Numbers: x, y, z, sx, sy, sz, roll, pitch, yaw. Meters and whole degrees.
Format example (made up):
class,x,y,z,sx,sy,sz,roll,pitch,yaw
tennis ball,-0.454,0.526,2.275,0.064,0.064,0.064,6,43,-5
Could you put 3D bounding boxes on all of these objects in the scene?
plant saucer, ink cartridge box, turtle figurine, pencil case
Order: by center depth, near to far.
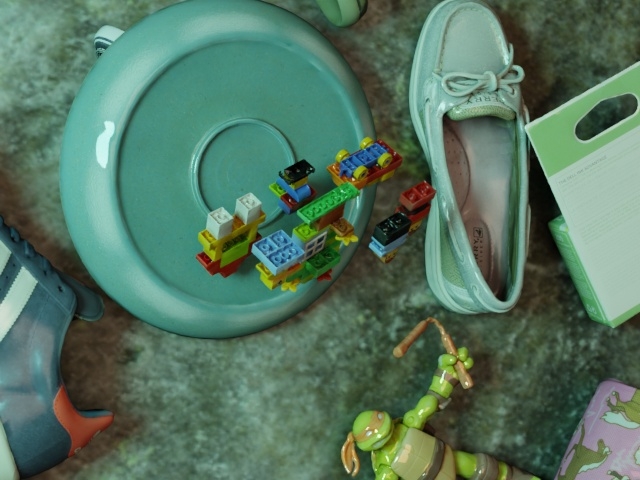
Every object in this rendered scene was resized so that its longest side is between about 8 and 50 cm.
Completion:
class,x,y,z,sx,sy,sz,roll,pitch,yaw
plant saucer,-0.075,-0.061,0.988,0.317,0.043,0.318,-5,101,-28
turtle figurine,0.097,0.229,1.041,0.217,0.087,0.269,38,64,-20
pencil case,0.262,0.330,1.047,0.167,0.160,0.386,32,78,-10
ink cartridge box,0.312,-0.053,1.110,0.171,0.056,0.235,-30,104,-8

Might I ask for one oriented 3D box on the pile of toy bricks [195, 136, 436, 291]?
class,x,y,z,sx,sy,sz,roll,pitch,yaw
pile of toy bricks,0.000,0.000,0.970,0.212,0.105,0.118,-29,60,-32

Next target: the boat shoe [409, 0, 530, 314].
class,x,y,z,sx,sy,sz,roll,pitch,yaw
boat shoe,0.157,-0.087,1.072,0.118,0.103,0.320,2,86,-16

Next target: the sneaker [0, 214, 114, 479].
class,x,y,z,sx,sy,sz,roll,pitch,yaw
sneaker,-0.276,0.028,0.936,0.148,0.131,0.350,-19,97,-23

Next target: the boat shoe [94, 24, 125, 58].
class,x,y,z,sx,sy,sz,roll,pitch,yaw
boat shoe,-0.154,-0.110,1.002,0.183,0.065,0.083,44,72,-11

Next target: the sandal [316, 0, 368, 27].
class,x,y,z,sx,sy,sz,roll,pitch,yaw
sandal,-0.072,-0.316,1.020,0.086,0.120,0.303,-38,98,-1
